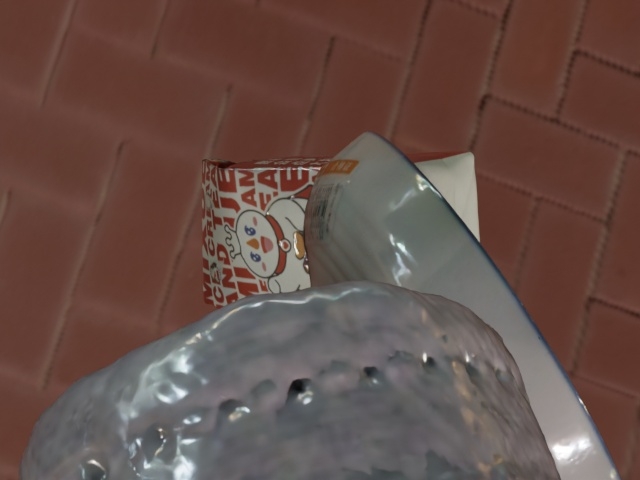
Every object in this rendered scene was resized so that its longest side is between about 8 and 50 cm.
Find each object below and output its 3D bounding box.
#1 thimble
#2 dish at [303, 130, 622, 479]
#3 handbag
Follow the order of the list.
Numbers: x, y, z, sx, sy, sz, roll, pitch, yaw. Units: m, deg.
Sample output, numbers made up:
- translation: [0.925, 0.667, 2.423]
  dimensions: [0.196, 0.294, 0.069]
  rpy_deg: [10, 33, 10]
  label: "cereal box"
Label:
- translation: [-0.004, 0.139, 0.606]
  dimensions: [0.217, 0.245, 0.157]
  rpy_deg: [-11, 62, -13]
  label: "thimble"
- translation: [0.047, 0.086, 0.856]
  dimensions: [0.134, 0.273, 0.273]
  rpy_deg: [-33, 92, -3]
  label: "dish"
- translation: [0.000, 0.000, 1.471]
  dimensions: [0.151, 0.298, 0.171]
  rpy_deg: [-15, 103, -60]
  label: "handbag"
